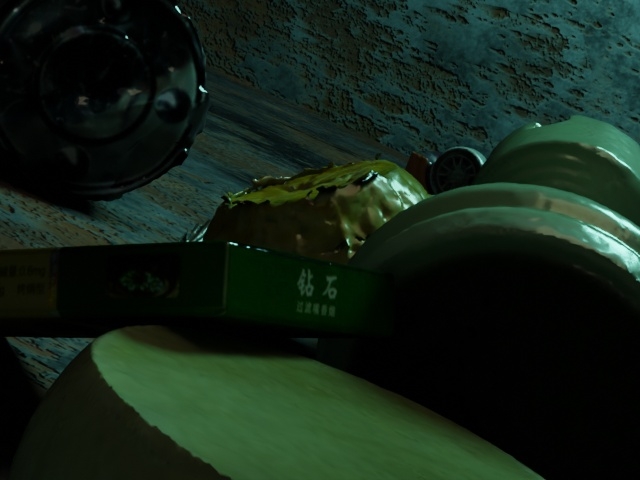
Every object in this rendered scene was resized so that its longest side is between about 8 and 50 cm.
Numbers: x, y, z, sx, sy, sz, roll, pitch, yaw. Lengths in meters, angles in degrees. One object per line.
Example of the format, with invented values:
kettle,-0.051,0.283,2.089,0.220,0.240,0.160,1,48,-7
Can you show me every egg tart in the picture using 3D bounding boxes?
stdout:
egg tart,0.000,-0.002,1.037,0.213,0.090,0.212,-12,7,2

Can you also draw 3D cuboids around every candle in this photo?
candle,-0.203,-0.151,1.335,0.187,0.187,0.330,21,7,-17

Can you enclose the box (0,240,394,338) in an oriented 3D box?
box,-0.099,0.025,0.712,0.235,0.034,0.132,-3,-8,33

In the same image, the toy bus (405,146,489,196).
toy bus,0.232,0.022,1.533,0.329,0.153,0.143,26,10,25

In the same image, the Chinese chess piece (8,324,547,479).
Chinese chess piece,-0.001,0.115,0.566,0.238,0.092,0.238,23,8,-3

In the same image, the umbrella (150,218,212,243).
umbrella,-0.102,0.009,1.116,0.044,0.044,0.269,-3,2,17

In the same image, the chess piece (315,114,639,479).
chess piece,0.119,0.028,0.855,0.195,0.194,0.299,24,25,5
